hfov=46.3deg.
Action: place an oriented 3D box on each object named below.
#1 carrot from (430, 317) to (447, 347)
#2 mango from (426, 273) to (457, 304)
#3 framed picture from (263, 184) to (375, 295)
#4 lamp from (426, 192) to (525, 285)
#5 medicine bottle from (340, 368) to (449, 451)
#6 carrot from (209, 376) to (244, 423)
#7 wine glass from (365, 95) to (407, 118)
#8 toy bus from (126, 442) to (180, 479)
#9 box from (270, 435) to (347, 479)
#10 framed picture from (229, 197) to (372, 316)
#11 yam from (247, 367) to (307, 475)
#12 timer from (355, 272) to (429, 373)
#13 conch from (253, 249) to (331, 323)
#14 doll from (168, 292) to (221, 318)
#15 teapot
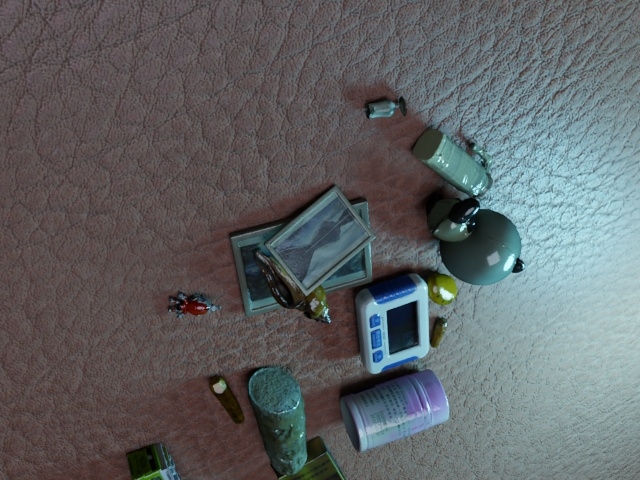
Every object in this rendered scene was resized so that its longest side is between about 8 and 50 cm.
[{"bbox_3d":[0.309,0.242,1.960,0.032,0.032,0.093,-2,127,-22],"label":"carrot"},{"bbox_3d":[0.295,0.117,1.838,0.114,0.057,0.079,30,64,-49],"label":"mango"},{"bbox_3d":[0.000,0.000,1.613,0.203,0.015,0.150,-39,102,-8],"label":"framed picture"},{"bbox_3d":[0.347,-0.004,1.710,0.198,0.198,0.244,-43,121,8],"label":"lamp"},{"bbox_3d":[0.194,0.445,1.970,0.254,0.152,0.152,-15,127,-14],"label":"medicine bottle"},{"bbox_3d":[-0.226,0.394,1.828,0.042,0.042,0.171,-25,130,-6],"label":"carrot"},{"bbox_3d":[0.134,-0.268,1.533,0.083,0.039,0.042,-14,117,-16],"label":"wine glass"},{"bbox_3d":[-0.383,0.644,1.887,0.139,0.113,0.302,-24,127,-12],"label":"toy bus"},{"bbox_3d":[-0.020,0.668,2.082,0.159,0.071,0.240,-29,128,-6],"label":"box"},{"bbox_3d":[-0.035,0.041,1.680,0.315,0.024,0.232,-16,127,-12],"label":"framed picture"},{"bbox_3d":[-0.097,0.469,1.877,0.133,0.133,0.330,-16,127,-12],"label":"yam"},{"bbox_3d":[0.176,0.203,1.847,0.178,0.078,0.253,-17,127,-14],"label":"timer"},{"bbox_3d":[-0.063,0.110,1.657,0.232,0.080,0.086,28,73,-15],"label":"conch"},{"bbox_3d":[-0.275,0.145,1.638,0.114,0.039,0.057,4,89,-10],"label":"doll"},{"bbox_3d":[0.304,-0.178,1.651,0.200,0.077,0.107,31,86,-36],"label":"teapot"}]
